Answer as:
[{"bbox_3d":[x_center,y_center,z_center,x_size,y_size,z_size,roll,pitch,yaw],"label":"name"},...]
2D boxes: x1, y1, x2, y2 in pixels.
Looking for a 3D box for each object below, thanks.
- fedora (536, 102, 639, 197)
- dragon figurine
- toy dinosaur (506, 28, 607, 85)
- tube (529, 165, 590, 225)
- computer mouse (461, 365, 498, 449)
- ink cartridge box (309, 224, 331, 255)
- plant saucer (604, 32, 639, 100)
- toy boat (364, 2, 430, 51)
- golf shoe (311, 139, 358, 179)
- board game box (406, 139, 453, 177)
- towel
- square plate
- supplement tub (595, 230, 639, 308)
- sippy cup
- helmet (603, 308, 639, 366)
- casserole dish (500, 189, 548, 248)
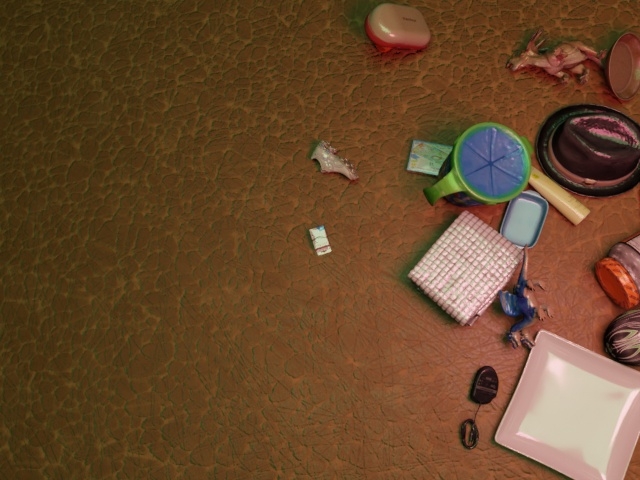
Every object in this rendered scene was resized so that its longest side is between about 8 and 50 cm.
[{"bbox_3d":[0.822,-0.290,1.831,0.334,0.152,0.334,-2,77,7],"label":"fedora"},{"bbox_3d":[0.559,0.165,1.733,0.085,0.144,0.289,-12,82,-39],"label":"dragon figurine"},{"bbox_3d":[0.756,-0.583,1.932,0.296,0.127,0.200,-5,40,-9],"label":"toy dinosaur"},{"bbox_3d":[0.697,-0.145,1.859,0.062,0.070,0.240,-45,75,-1],"label":"tube"},{"bbox_3d":[0.451,0.476,1.773,0.071,0.041,0.242,19,85,-5],"label":"computer mouse"},{"bbox_3d":[0.000,0.000,1.946,0.048,0.028,0.083,-18,76,4],"label":"ink cartridge box"},{"bbox_3d":[0.920,-0.527,1.880,0.036,0.198,0.198,15,76,53],"label":"plant saucer"},{"bbox_3d":[0.234,-0.672,2.013,0.231,0.151,0.151,-8,71,-38],"label":"toy boat"},{"bbox_3d":[0.045,-0.240,1.988,0.176,0.069,0.086,46,107,18],"label":"golf shoe"},{"bbox_3d":[0.359,-0.254,1.954,0.154,0.026,0.103,12,79,11],"label":"board game box"},{"bbox_3d":[0.427,0.086,1.822,0.235,0.121,0.283,39,84,13],"label":"towel"},{"bbox_3d":[0.710,0.475,1.725,0.344,0.049,0.347,24,82,12],"label":"square plate"},{"bbox_3d":[0.946,0.051,1.714,0.316,0.193,0.193,-29,75,2],"label":"supplement tub"},{"bbox_3d":[0.456,-0.199,1.810,0.305,0.224,0.240,9,78,-9],"label":"sippy cup"},{"bbox_3d":[0.872,0.263,1.686,0.169,0.161,0.169,1,71,-3],"label":"helmet"},{"bbox_3d":[0.613,-0.059,1.868,0.114,0.037,0.188,20,82,12],"label":"casserole dish"}]
